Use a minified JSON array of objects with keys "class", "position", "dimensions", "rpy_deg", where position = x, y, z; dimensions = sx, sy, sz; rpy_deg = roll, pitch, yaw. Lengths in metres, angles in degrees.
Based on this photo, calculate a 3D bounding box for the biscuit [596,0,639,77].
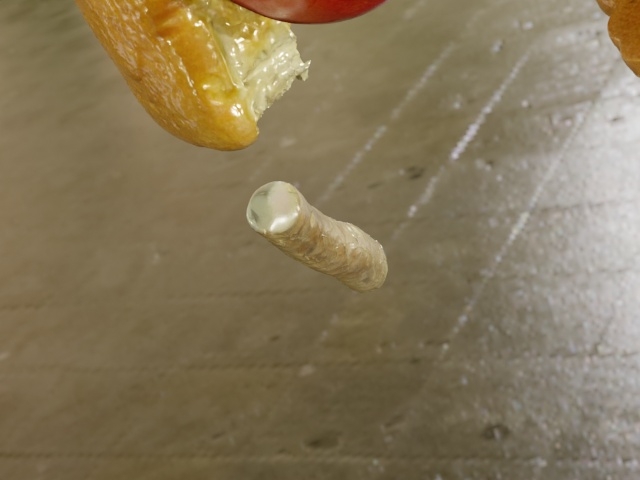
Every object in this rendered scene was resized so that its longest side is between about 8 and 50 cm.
[{"class":"biscuit","position":[0.386,-0.310,1.466],"dimensions":[0.202,0.047,0.334],"rpy_deg":[-7,54,35]}]

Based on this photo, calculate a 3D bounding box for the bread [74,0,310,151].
[{"class":"bread","position":[-0.107,-0.180,0.964],"dimensions":[0.121,0.245,0.174],"rpy_deg":[-30,24,-9]}]

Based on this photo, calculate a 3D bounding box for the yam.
[{"class":"yam","position":[0.000,0.000,1.441],"dimensions":[0.066,0.066,0.300],"rpy_deg":[-11,-15,18]}]

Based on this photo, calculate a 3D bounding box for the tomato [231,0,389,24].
[{"class":"tomato","position":[-0.021,-0.211,0.802],"dimensions":[0.195,0.195,0.136],"rpy_deg":[8,61,48]}]
